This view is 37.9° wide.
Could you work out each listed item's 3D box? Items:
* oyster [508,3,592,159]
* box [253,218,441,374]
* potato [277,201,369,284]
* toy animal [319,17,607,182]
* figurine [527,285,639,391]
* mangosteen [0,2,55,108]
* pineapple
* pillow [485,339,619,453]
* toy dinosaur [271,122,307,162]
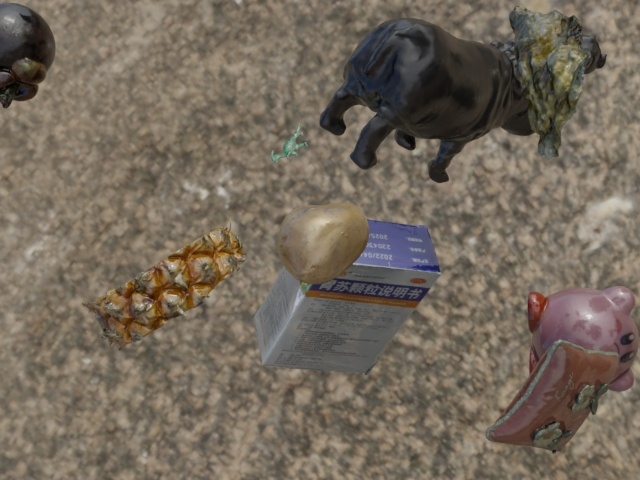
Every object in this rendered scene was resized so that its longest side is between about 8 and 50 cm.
[{"bbox_3d":[0.192,-0.137,0.767,0.122,0.045,0.146,172,111,-69],"label":"oyster"},{"bbox_3d":[0.035,0.094,1.528,0.299,0.200,0.106,120,148,-43],"label":"box"},{"bbox_3d":[0.002,0.000,1.227,0.112,0.112,0.147,5,18,35],"label":"potato"},{"bbox_3d":[0.150,-0.152,0.972,0.106,0.343,0.168,49,131,30],"label":"toy animal"},{"bbox_3d":[0.420,0.158,1.486,0.173,0.173,0.173,-17,51,22],"label":"figurine"},{"bbox_3d":[-0.401,-0.232,1.189,0.140,0.140,0.140,-17,51,22],"label":"mangosteen"},{"bbox_3d":[-0.197,0.060,1.176,0.233,0.079,0.135,-35,12,-1],"label":"pineapple"},{"bbox_3d":[0.334,0.223,1.302,0.075,0.171,0.179,46,113,45],"label":"pillow"},{"bbox_3d":[-0.054,-0.157,1.535,0.062,0.021,0.083,-22,40,8],"label":"toy dinosaur"}]
